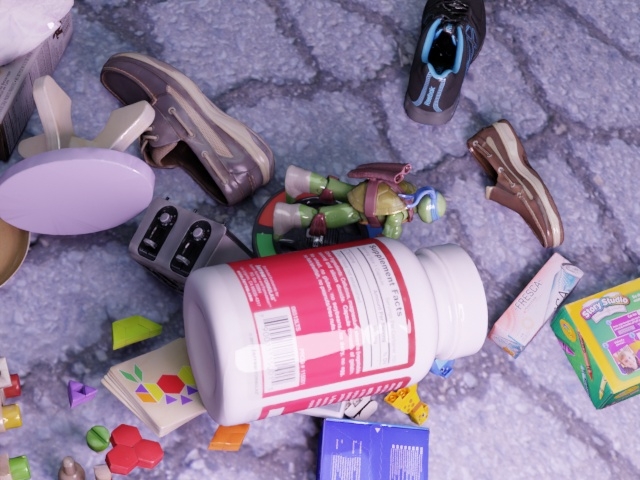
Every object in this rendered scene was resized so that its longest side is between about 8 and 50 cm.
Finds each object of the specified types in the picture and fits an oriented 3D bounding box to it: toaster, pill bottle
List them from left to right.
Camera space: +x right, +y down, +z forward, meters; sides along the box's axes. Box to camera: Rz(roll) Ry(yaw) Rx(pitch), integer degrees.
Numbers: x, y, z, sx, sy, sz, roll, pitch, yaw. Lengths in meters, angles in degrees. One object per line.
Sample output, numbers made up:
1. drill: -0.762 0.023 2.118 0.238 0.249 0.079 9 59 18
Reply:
1. toaster: -0.184 0.032 1.893 0.168 0.185 0.110 24 77 36
2. pill bottle: 0.023 0.120 1.765 0.408 0.229 0.229 -10 63 -19

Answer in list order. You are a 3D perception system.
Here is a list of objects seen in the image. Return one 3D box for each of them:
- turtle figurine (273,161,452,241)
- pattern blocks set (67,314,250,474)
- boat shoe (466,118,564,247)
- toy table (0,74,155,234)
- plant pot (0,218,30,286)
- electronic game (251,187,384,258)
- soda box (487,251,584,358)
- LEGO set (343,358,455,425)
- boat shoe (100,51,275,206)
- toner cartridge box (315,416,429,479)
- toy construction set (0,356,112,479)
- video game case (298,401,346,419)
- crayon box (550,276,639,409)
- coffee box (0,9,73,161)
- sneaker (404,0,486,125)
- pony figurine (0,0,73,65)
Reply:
1. turtle figurine: 0.070 -0.022 1.969 0.266 0.274 0.197 8 81 10
2. pattern blocks set: -0.216 0.214 1.804 0.325 0.026 0.285 -12 46 -34
3. boat shoe: 0.329 -0.086 2.099 0.095 0.095 0.257 -22 60 -3
4. toy table: -0.380 -0.125 1.930 0.274 0.252 0.160 -6 52 13
5. plant pot: -0.586 0.001 1.957 0.236 0.032 0.236 3 62 -5
6. electronic game: 0.000 0.000 2.024 0.229 0.048 0.229 3 62 -6
7. soda box: 0.355 0.107 2.006 0.063 0.058 0.183 38 64 13
8. LEGO set: 0.144 0.228 1.906 0.227 0.093 0.087 -42 43 -20
9. boat shoe: -0.244 -0.188 2.048 0.355 0.132 0.130 35 63 13
10. toner cartridge box: 0.070 0.441 1.777 0.165 0.075 0.347 7 61 -4
11. toy construction set: -0.440 0.278 1.707 0.309 0.237 0.257 12 61 -1
12. video game case: -0.037 0.186 1.903 0.191 0.022 0.173 8 60 16
13. crayon box: 0.541 0.148 1.993 0.279 0.081 0.165 -18 65 -16
14. coffee box: -0.558 -0.302 2.075 0.168 0.119 0.297 18 61 3
15. sneaker: 0.240 -0.372 2.205 0.125 0.139 0.340 12 59 2
16. pony figurine: -0.609 -0.344 1.901 0.351 0.303 0.363 -46 73 10
